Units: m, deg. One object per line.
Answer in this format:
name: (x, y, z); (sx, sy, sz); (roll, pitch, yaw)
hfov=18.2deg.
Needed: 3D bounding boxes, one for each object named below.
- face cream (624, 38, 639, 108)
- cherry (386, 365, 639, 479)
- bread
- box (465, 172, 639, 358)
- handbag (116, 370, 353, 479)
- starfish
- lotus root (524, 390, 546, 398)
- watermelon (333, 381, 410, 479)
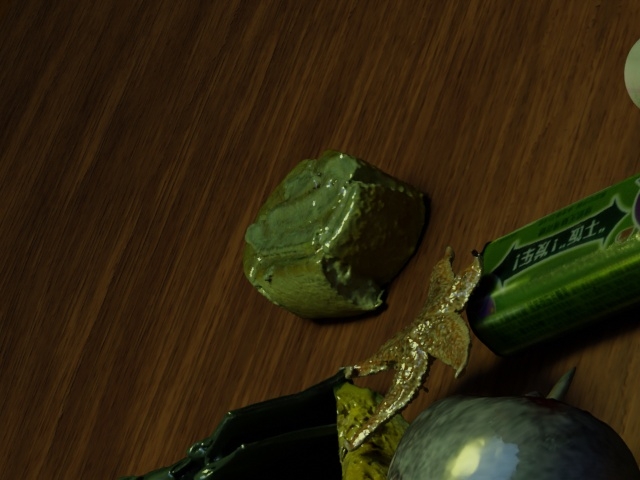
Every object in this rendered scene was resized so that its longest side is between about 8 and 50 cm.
face cream: (0.380, -0.159, 1.880); (0.102, 0.102, 0.345); (-57, 10, -1)
cherry: (0.171, 0.249, 1.782); (0.255, 0.218, 0.296); (2, 76, 54)
bread: (0.000, 0.000, 2.395); (0.257, 0.124, 0.186); (-20, 45, 50)
box: (0.297, 0.009, 1.955); (0.345, 0.097, 0.134); (-27, 32, 43)
handbag: (-0.094, 0.240, 2.179); (0.247, 0.260, 0.079); (-36, 76, 35)
starfish: (0.100, 0.112, 2.019); (0.231, 0.048, 0.295); (-50, 17, 14)
lotus root: (0.198, 0.185, 1.993); (0.083, 0.030, 0.037); (-41, 30, 25)
watermelon: (0.061, 0.267, 2.017); (0.123, 0.129, 0.301); (-45, 22, 22)
